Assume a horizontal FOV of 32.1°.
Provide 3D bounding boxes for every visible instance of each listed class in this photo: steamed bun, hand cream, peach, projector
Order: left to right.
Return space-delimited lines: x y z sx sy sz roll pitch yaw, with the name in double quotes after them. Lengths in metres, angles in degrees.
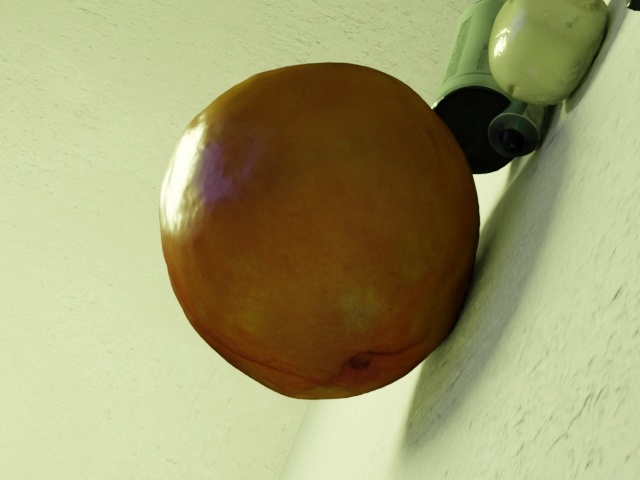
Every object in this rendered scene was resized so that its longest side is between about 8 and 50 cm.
0.000 0.000 1.119 0.343 0.342 0.302 114 154 -58 "peach"
0.196 -0.193 1.310 0.337 0.108 0.108 -66 0 -60 "projector"
0.216 -0.170 1.124 0.075 0.052 0.248 115 179 -49 "hand cream"
0.199 -0.181 1.010 0.130 0.091 0.112 -67 -1 -59 "steamed bun"

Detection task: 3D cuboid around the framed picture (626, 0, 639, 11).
0.302 -0.319 0.841 0.192 0.018 0.265 -66 1 -52 "framed picture"
